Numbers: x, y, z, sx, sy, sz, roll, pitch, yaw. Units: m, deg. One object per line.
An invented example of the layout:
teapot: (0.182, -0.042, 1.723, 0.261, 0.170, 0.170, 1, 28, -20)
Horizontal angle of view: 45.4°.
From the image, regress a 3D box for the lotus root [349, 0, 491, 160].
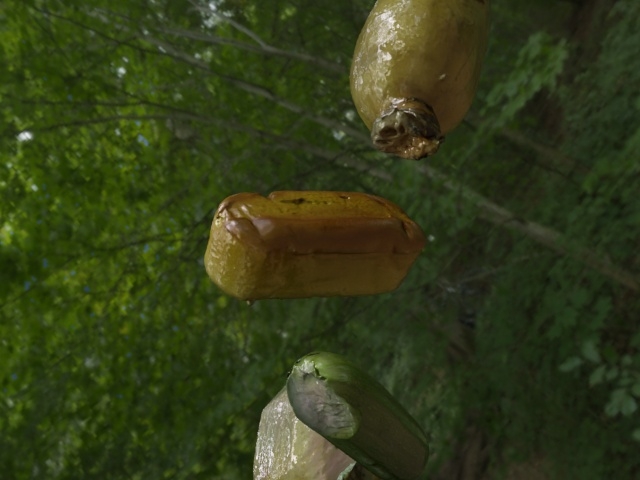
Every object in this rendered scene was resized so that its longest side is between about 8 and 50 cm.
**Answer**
lotus root: (0.104, -0.200, 0.806, 0.146, 0.130, 0.303, 76, -153, -45)

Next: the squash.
squash: (0.040, 0.159, 0.672, 0.069, 0.069, 0.239, -46, -41, -6)

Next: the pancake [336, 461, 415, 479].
pancake: (0.049, 0.338, 0.792, 0.054, 0.377, 0.197, -24, -53, 34)

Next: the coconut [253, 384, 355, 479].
coconut: (0.011, 0.309, 1.127, 0.237, 0.197, 0.237, -22, -66, -60)

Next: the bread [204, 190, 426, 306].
bread: (0.000, 0.000, 0.802, 0.245, 0.102, 0.094, 0, -50, -31)
